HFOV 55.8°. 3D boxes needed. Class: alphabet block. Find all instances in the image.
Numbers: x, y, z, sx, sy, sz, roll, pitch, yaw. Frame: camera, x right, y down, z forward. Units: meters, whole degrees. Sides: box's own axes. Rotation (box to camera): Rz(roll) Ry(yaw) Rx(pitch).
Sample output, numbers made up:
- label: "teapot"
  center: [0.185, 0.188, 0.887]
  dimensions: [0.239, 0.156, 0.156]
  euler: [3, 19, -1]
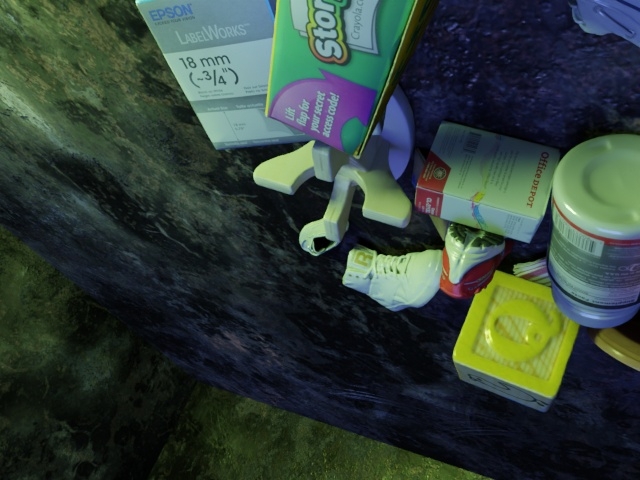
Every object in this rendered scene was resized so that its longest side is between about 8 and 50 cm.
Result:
- label: "alphabet block"
  center: [0.375, 0.192, 1.148]
  dimensions: [0.192, 0.194, 0.197]
  euler: [17, 164, 23]

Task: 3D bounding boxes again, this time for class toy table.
- label: "toy table"
  center: [0.038, -0.125, 0.942]
  dimensions: [0.252, 0.161, 0.274]
  euler: [12, 152, 26]

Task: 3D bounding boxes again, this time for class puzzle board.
- label: "puzzle board"
  center: [0.181, -0.075, 0.981]
  dimensions: [0.011, 0.128, 0.096]
  euler: [-19, 151, -6]

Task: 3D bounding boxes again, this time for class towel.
- label: "towel"
  center: [0.468, 0.080, 1.096]
  dimensions: [0.197, 0.029, 0.144]
  euler: [29, 154, -14]

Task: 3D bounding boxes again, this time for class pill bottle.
- label: "pill bottle"
  center: [0.406, 0.001, 0.851]
  dimensions: [0.161, 0.161, 0.283]
  euler: [12, 151, 25]

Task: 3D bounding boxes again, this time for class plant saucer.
- label: "plant saucer"
  center: [0.577, 0.184, 1.065]
  dimensions: [0.199, 0.200, 0.037]
  euler: [20, 109, 12]

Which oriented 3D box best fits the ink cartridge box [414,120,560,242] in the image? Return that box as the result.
- label: "ink cartridge box"
  center: [0.239, -0.085, 0.873]
  dimensions: [0.175, 0.128, 0.072]
  euler: [18, 154, 15]

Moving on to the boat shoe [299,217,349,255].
- label: "boat shoe"
  center: [0.000, 0.000, 1.311]
  dimensions: [0.066, 0.063, 0.184]
  euler: [36, 152, -21]

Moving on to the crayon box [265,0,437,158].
- label: "crayon box"
  center: [0.080, -0.288, 0.432]
  dimensions: [0.106, 0.313, 0.363]
  euler: [24, 154, 3]

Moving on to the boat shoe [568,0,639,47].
- label: "boat shoe"
  center: [0.288, -0.239, 0.588]
  dimensions: [0.258, 0.095, 0.084]
  euler: [29, 149, -5]

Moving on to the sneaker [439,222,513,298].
- label: "sneaker"
  center: [0.241, 0.025, 0.963]
  dimensions: [0.107, 0.119, 0.279]
  euler: [21, -163, 23]

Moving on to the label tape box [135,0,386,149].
- label: "label tape box"
  center: [-0.073, -0.269, 0.698]
  dimensions: [0.240, 0.106, 0.334]
  euler: [-2, 139, 21]

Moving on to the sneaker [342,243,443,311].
- label: "sneaker"
  center: [0.139, 0.066, 1.263]
  dimensions: [0.169, 0.108, 0.292]
  euler: [26, 155, -8]
